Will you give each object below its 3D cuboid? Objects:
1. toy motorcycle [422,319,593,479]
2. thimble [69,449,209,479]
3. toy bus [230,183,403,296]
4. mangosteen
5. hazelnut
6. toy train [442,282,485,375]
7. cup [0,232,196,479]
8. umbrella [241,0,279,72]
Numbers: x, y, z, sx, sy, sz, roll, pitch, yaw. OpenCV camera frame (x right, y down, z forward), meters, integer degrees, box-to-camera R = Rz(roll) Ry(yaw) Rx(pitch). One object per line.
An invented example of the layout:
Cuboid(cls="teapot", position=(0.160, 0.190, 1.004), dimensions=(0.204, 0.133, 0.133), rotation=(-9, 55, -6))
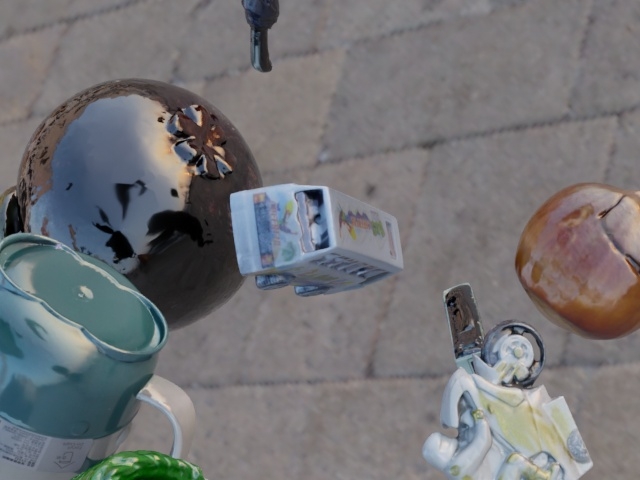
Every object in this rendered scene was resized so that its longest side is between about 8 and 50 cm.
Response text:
Cuboid(cls="toy motorcycle", position=(0.171, 0.194, 1.440), dimensions=(0.151, 0.229, 0.074), rotation=(-17, -4, -9))
Cuboid(cls="thimble", position=(-0.141, 0.220, 1.186), dimensions=(0.090, 0.118, 0.130), rotation=(-36, -3, 39))
Cuboid(cls="toy bus", position=(0.000, 0.000, 1.875), dimensions=(0.135, 0.329, 0.109), rotation=(-13, 81, 16))
Cuboid(cls="mangosteen", position=(-0.285, -0.024, 2.252), dimensions=(0.435, 0.382, 0.382), rotation=(-40, 36, 35))
Cuboid(cls="hazelnut", position=(0.312, 0.023, 1.737), dimensions=(0.182, 0.182, 0.182), rotation=(-26, 43, 28))
Cuboid(cls="toy train", position=(0.186, 0.111, 1.996), dimensions=(0.043, 0.047, 0.207), rotation=(-20, 23, 7))
Cuboid(cls="cup", position=(-0.270, 0.164, 1.643), dimensions=(0.258, 0.289, 0.219), rotation=(-59, -4, 31))
Cuboid(cls="umbrella", position=(-0.081, -0.348, 2.210), dimensions=(0.070, 0.248, 0.071), rotation=(1, 27, 0))
